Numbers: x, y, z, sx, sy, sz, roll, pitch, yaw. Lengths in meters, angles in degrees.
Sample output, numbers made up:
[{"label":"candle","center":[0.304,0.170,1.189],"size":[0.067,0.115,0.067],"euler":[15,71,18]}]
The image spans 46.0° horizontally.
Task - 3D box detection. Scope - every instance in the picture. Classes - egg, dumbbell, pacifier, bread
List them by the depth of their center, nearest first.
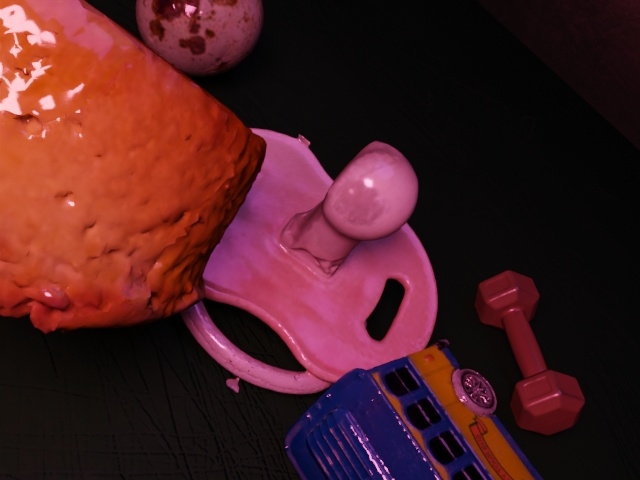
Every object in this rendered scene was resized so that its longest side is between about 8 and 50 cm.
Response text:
[{"label":"bread","center":[-0.228,-0.088,0.575],"size":[0.398,0.215,0.398],"euler":[35,1,-1]},{"label":"pacifier","center":[-0.006,0.002,0.790],"size":[0.332,0.273,0.220],"euler":[37,16,-6]},{"label":"dumbbell","center":[0.275,0.144,1.013],"size":[0.082,0.092,0.231],"euler":[51,21,-41]},{"label":"egg","center":[-0.160,-0.315,1.050],"size":[0.169,0.169,0.231],"euler":[41,23,1]}]

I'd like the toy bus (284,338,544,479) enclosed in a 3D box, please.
[{"label":"toy bus","center":[0.118,0.249,0.681],"size":[0.175,0.138,0.288],"euler":[-6,54,-50]}]
